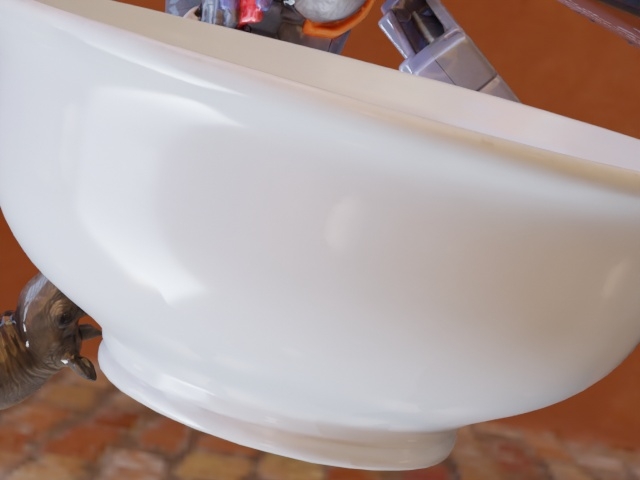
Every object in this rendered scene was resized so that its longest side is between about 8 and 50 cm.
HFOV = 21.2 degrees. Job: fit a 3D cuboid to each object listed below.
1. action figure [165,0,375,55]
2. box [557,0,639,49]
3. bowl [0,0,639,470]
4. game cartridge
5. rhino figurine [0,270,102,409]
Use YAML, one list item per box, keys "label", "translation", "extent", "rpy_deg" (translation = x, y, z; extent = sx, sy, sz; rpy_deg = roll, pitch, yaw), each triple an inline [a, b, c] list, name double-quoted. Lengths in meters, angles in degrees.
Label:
- label: "action figure"
  translation: [-0.051, -0.246, 1.390]
  extent: [0.330, 0.178, 0.341]
  rpy_deg: [12, 96, 60]
- label: "box"
  translation: [0.369, -0.261, 1.541]
  extent: [0.212, 0.293, 0.395]
  rpy_deg: [-62, 28, 7]
- label: "bowl"
  translation: [0.000, 0.000, 0.650]
  extent: [0.298, 0.297, 0.134]
  rpy_deg: [-123, 46, -77]
- label: "game cartridge"
  translation: [0.140, -0.082, 1.317]
  extent: [0.068, 0.230, 0.355]
  rpy_deg: [-34, 13, 7]
- label: "rhino figurine"
  translation: [-0.226, 0.063, 1.047]
  extent: [0.073, 0.243, 0.106]
  rpy_deg: [-93, -13, -64]
